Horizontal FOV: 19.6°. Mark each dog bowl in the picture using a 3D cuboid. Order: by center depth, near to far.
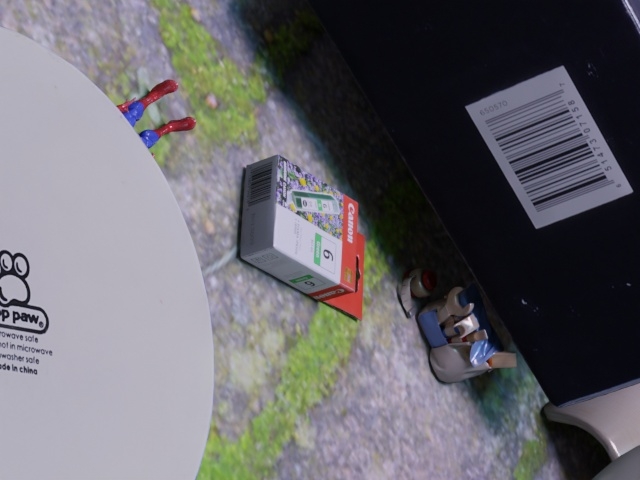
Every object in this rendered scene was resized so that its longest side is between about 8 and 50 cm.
[{"bbox_3d":[-0.170,0.039,0.810,0.265,0.104,0.265,26,56,-46],"label":"dog bowl"}]

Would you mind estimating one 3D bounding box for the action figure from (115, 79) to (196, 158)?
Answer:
[{"bbox_3d":[-0.108,-0.054,0.998,0.115,0.030,0.038,-40,113,-50],"label":"action figure"}]

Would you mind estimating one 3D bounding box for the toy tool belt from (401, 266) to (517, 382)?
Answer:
[{"bbox_3d":[0.093,0.050,1.198,0.052,0.051,0.083,-40,108,-52],"label":"toy tool belt"}]

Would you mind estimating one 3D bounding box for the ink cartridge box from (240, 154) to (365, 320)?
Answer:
[{"bbox_3d":[0.000,0.000,1.115,0.115,0.029,0.063,30,53,-43],"label":"ink cartridge box"}]

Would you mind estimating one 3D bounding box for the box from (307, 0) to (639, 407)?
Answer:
[{"bbox_3d":[0.174,-0.127,1.234,0.343,0.179,0.312,58,29,-20],"label":"box"}]

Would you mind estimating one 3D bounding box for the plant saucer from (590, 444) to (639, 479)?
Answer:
[{"bbox_3d":[0.126,0.273,1.021,0.400,0.100,0.400,19,90,-72],"label":"plant saucer"}]

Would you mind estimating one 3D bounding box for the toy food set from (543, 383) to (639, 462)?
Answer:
[{"bbox_3d":[0.285,0.225,1.366,0.220,0.092,0.306,-23,93,-43],"label":"toy food set"}]
